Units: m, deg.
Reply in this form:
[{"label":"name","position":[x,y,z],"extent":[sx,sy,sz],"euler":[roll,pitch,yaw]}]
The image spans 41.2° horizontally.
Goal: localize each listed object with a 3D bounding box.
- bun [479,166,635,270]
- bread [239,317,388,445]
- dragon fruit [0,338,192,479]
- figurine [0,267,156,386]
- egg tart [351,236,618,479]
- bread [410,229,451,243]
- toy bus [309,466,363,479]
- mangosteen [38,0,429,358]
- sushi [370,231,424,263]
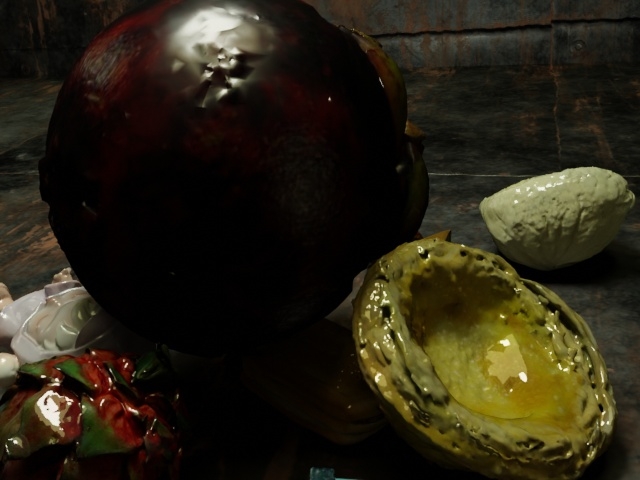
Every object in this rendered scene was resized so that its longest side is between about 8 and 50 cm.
[{"label":"bun","position":[0.345,-0.027,1.227],"extent":[0.220,0.134,0.220],"euler":[-10,-6,-1]},{"label":"bread","position":[0.009,0.148,0.911],"extent":[0.116,0.077,0.200],"euler":[-16,24,-38]},{"label":"dragon fruit","position":[-0.212,0.180,0.753],"extent":[0.189,0.182,0.182],"euler":[-2,19,-21]},{"label":"figurine","position":[-0.295,0.116,0.985],"extent":[0.276,0.133,0.200],"euler":[11,37,44]},{"label":"egg tart","position":[0.149,0.121,0.813],"extent":[0.288,0.118,0.288],"euler":[17,42,-16]},{"label":"bread","position":[0.161,0.040,1.171],"extent":[0.139,0.074,0.084],"euler":[-18,25,-36]},{"label":"toy bus","position":[0.053,0.271,0.517],"extent":[0.165,0.133,0.271],"euler":[2,24,1]},{"label":"mangosteen","position":[-0.088,-0.071,0.898],"extent":[0.381,0.381,0.421],"euler":[6,8,25]},{"label":"sushi","position":[0.107,0.006,1.296],"extent":[0.120,0.052,0.055],"euler":[-20,26,-37]}]
